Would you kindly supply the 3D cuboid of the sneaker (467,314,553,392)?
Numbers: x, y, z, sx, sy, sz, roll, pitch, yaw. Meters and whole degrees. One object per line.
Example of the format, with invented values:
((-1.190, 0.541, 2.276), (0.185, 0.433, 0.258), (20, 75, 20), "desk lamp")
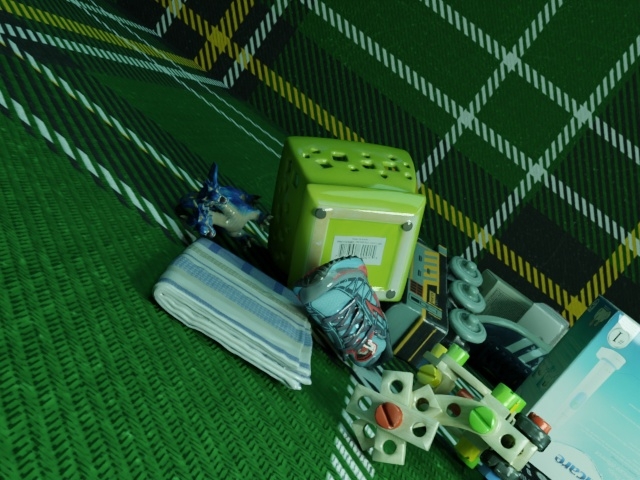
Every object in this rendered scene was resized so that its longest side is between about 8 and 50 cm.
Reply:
((0.430, 0.286, 1.500), (0.350, 0.131, 0.148), (24, 43, 0), "sneaker")

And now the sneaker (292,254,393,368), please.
((0.052, 0.111, 0.989), (0.125, 0.104, 0.262), (63, 9, 29), "sneaker")

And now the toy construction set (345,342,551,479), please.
((0.172, 0.214, 0.885), (0.215, 0.151, 0.328), (40, 12, 24), "toy construction set")

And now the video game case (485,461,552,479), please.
((0.329, 0.395, 0.940), (0.248, 0.035, 0.275), (38, 10, 7), "video game case")

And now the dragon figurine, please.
((-0.168, -0.069, 1.134), (0.144, 0.085, 0.289), (38, 8, -29), "dragon figurine")

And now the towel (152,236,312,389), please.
((-0.100, 0.082, 0.909), (0.209, 0.034, 0.285), (33, 10, -7), "towel")

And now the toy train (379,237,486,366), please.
((0.199, 0.109, 1.308), (0.190, 0.142, 0.334), (31, 31, -8), "toy train")

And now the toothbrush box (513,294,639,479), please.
((0.473, 0.279, 1.181), (0.216, 0.295, 0.126), (36, 10, 1), "toothbrush box")

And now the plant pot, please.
((0.044, -0.026, 1.163), (0.228, 0.227, 0.207), (5, 27, -13), "plant pot")

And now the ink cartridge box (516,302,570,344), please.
((0.520, 0.237, 1.716), (0.092, 0.158, 0.218), (42, 11, 19), "ink cartridge box")

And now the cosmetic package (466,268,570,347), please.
((0.531, 0.233, 1.891), (0.309, 0.160, 0.113), (35, 11, -13), "cosmetic package")
